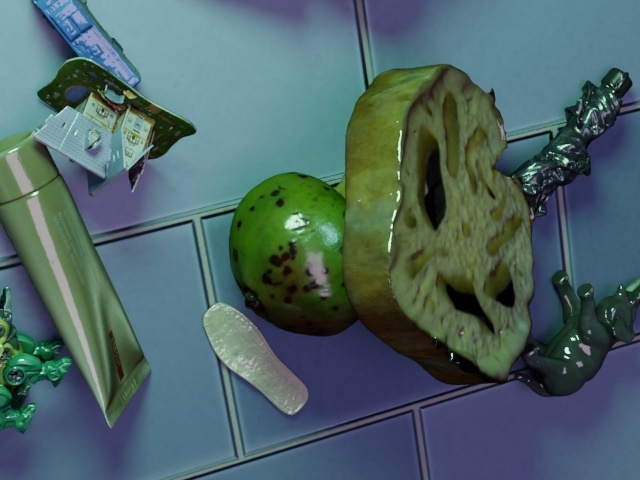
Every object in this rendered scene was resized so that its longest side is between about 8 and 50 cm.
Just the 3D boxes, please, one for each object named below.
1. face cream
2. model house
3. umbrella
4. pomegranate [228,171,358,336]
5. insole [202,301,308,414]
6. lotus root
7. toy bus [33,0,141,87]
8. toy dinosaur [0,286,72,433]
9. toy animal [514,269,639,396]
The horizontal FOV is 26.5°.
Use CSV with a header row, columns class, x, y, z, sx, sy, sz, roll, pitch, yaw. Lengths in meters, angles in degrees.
class,x,y,z,sx,sy,sz,roll,pitch,yaw
face cream,-0.289,0.041,1.573,0.084,0.137,0.341,-16,110,20
model house,-0.241,-0.114,1.526,0.167,0.117,0.088,33,53,-27
umbrella,0.338,-0.130,1.790,0.224,0.071,0.080,-51,143,-7
pomegranate,0.000,0.000,1.632,0.248,0.202,0.202,-43,115,-20
insole,-0.083,0.152,1.729,0.063,0.010,0.192,-45,114,-6
lotus root,0.141,-0.009,1.615,0.375,0.111,0.391,-38,115,-57
toy bus,-0.263,-0.229,1.532,0.051,0.061,0.153,-38,116,-2
toy dinosaur,-0.394,0.173,1.576,0.153,0.094,0.259,21,103,-25
toy animal,0.367,0.108,1.856,0.269,0.082,0.137,-39,117,-12
